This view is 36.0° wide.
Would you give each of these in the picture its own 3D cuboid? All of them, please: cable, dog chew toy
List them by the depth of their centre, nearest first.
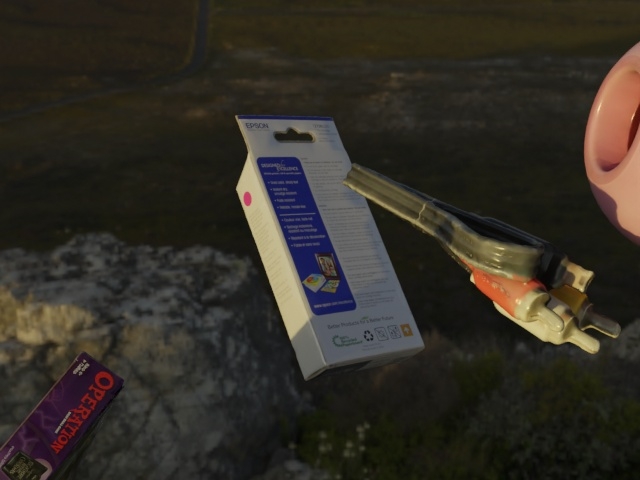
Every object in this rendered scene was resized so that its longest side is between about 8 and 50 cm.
[{"bbox_3d":[0.100,0.005,0.797,0.287,0.072,0.139,26,7,39],"label":"cable"},{"bbox_3d":[0.401,-0.066,0.838,0.332,0.206,0.206,12,22,-9],"label":"dog chew toy"}]

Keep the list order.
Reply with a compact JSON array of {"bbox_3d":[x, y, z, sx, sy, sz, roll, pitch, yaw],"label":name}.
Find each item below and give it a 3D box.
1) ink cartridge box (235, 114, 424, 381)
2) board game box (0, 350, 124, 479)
[{"bbox_3d":[0.000,0.000,1.340,0.176,0.370,0.069,-5,-23,-39],"label":"ink cartridge box"},{"bbox_3d":[-0.273,0.252,0.821,0.056,0.347,0.208,38,49,2],"label":"board game box"}]
